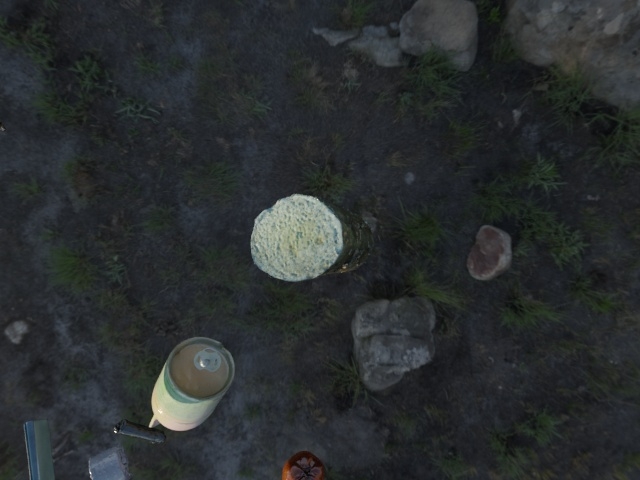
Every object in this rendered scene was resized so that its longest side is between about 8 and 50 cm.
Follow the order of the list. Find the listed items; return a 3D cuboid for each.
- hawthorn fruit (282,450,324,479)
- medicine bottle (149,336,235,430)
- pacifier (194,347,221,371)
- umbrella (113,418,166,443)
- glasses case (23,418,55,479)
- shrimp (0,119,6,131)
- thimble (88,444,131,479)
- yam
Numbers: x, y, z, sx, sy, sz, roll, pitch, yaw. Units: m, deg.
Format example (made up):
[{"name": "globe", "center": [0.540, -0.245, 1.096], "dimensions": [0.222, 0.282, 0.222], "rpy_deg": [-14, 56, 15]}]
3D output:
[{"name": "hawthorn fruit", "center": [-0.037, 0.453, 0.775], "dimensions": [0.081, 0.081, 0.093], "rpy_deg": [20, 141, -3]}, {"name": "medicine bottle", "center": [-0.490, 0.559, 1.487], "dimensions": [0.236, 0.235, 0.406], "rpy_deg": [30, 127, -5]}, {"name": "pacifier", "center": [-0.349, 0.368, 1.238], "dimensions": [0.084, 0.064, 0.068], "rpy_deg": [12, 83, -1]}, {"name": "umbrella", "center": [-0.418, 0.449, 0.944], "dimensions": [0.036, 0.031, 0.133], "rpy_deg": [-18, 137, 26]}, {"name": "glasses case", "center": [-0.875, 0.696, 1.239], "dimensions": [0.056, 0.105, 0.265], "rpy_deg": [-16, 72, -14]}, {"name": "shrimp", "center": [-0.872, -0.368, 1.004], "dimensions": [0.035, 0.147, 0.195], "rpy_deg": [-36, 138, -1]}, {"name": "thimble", "center": [-0.821, 0.893, 1.577], "dimensions": [0.118, 0.127, 0.151], "rpy_deg": [-20, 126, -23]}, {"name": "yam", "center": [0.000, 0.000, 1.123], "dimensions": [0.241, 0.348, 0.240], "rpy_deg": [-1, 88, 26]}]
